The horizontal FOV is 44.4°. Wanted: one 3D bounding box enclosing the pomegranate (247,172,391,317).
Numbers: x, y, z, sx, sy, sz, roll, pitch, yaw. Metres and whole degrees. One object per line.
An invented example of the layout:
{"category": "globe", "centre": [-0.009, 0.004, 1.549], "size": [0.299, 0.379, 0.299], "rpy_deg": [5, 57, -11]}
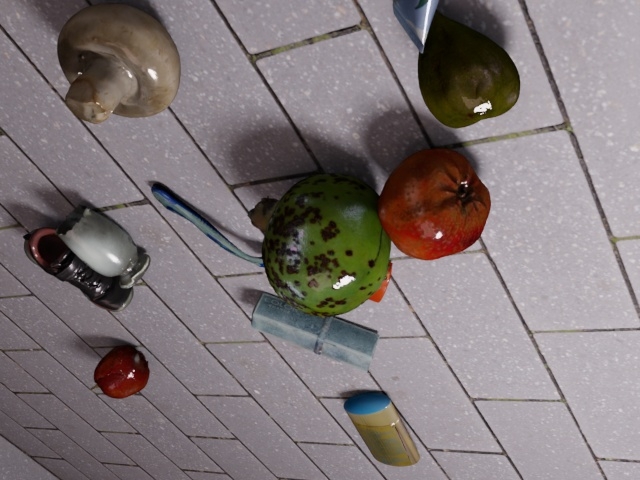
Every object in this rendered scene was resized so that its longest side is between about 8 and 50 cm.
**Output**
{"category": "pomegranate", "centre": [0.000, 0.000, 1.377], "size": [0.271, 0.254, 0.254], "rpy_deg": [32, 145, 11]}

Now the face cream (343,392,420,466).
{"category": "face cream", "centre": [0.158, 0.490, 2.032], "size": [0.139, 0.067, 0.285], "rpy_deg": [0, 138, 27]}

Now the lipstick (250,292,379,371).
{"category": "lipstick", "centre": [-0.015, 0.204, 1.763], "size": [0.290, 0.077, 0.076], "rpy_deg": [20, 144, 6]}

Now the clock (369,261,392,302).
{"category": "clock", "centre": [0.061, 0.068, 1.572], "size": [0.155, 0.061, 0.113], "rpy_deg": [19, 143, 2]}

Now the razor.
{"category": "razor", "centre": [-0.211, -0.018, 1.613], "size": [0.324, 0.056, 0.093], "rpy_deg": [30, 144, -8]}

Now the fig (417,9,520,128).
{"category": "fig", "centre": [0.203, -0.250, 1.083], "size": [0.127, 0.184, 0.133], "rpy_deg": [-5, 177, -19]}

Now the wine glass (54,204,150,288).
{"category": "wine glass", "centre": [-0.481, 0.015, 1.748], "size": [0.111, 0.111, 0.204], "rpy_deg": [-16, 130, 40]}

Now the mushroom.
{"category": "mushroom", "centre": [-0.330, -0.268, 1.249], "size": [0.204, 0.204, 0.204], "rpy_deg": [15, 142, 12]}

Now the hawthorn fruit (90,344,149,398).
{"category": "hawthorn fruit", "centre": [-0.563, 0.376, 2.193], "size": [0.148, 0.172, 0.148], "rpy_deg": [47, 161, 22]}

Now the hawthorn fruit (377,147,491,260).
{"category": "hawthorn fruit", "centre": [0.172, -0.053, 1.279], "size": [0.179, 0.179, 0.200], "rpy_deg": [37, 155, -17]}

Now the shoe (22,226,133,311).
{"category": "shoe", "centre": [-0.559, 0.054, 1.815], "size": [0.291, 0.114, 0.137], "rpy_deg": [32, 163, -3]}

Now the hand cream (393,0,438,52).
{"category": "hand cream", "centre": [0.142, -0.367, 0.984], "size": [0.058, 0.091, 0.271], "rpy_deg": [-16, 149, -23]}
